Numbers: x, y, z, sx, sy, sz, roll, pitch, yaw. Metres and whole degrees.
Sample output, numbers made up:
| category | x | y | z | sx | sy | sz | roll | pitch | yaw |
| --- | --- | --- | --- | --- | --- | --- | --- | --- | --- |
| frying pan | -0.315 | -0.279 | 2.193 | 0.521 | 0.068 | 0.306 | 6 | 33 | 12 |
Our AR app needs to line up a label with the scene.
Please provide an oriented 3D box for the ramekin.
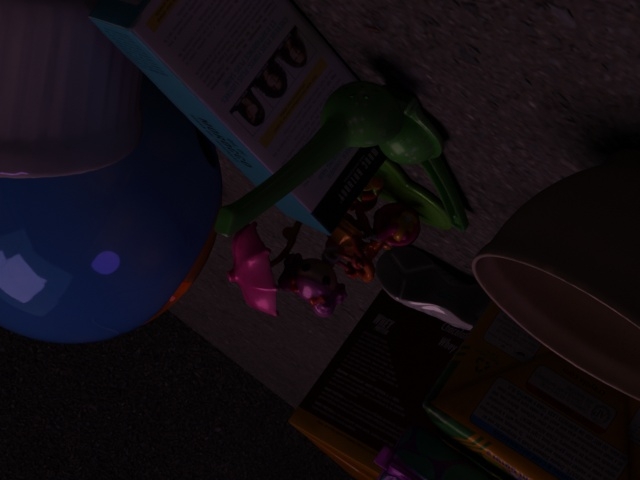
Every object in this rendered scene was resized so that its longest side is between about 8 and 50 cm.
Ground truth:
| category | x | y | z | sx | sy | sz | roll | pitch | yaw |
| --- | --- | --- | --- | --- | --- | --- | --- | --- | --- |
| ramekin | -0.256 | -0.164 | 1.054 | 0.277 | 0.135 | 0.277 | 13 | -156 | -6 |

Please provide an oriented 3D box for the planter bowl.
| category | x | y | z | sx | sy | sz | roll | pitch | yaw |
| --- | --- | --- | --- | --- | --- | --- | --- | --- | --- |
| planter bowl | 0.187 | 0.014 | 0.853 | 0.162 | 0.109 | 0.162 | 33 | 168 | 8 |

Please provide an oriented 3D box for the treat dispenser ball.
| category | x | y | z | sx | sy | sz | roll | pitch | yaw |
| --- | --- | --- | --- | --- | --- | --- | --- | --- | --- |
| treat dispenser ball | -0.237 | -0.044 | 1.371 | 0.288 | 0.288 | 0.288 | 34 | 168 | 8 |

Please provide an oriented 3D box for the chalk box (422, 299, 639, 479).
| category | x | y | z | sx | sy | sz | roll | pitch | yaw |
| --- | --- | --- | --- | --- | --- | --- | --- | --- | --- |
| chalk box | 0.216 | 0.142 | 1.104 | 0.180 | 0.179 | 0.289 | 31 | 167 | 24 |

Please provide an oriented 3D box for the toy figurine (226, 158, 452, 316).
| category | x | y | z | sx | sy | sz | roll | pitch | yaw |
| --- | --- | --- | --- | --- | --- | --- | --- | --- | --- |
| toy figurine | 0.000 | 0.000 | 1.200 | 0.173 | 0.159 | 0.130 | 34 | 168 | 2 |

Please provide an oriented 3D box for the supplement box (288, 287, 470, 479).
| category | x | y | z | sx | sy | sz | roll | pitch | yaw |
| --- | --- | --- | --- | --- | --- | --- | --- | --- | --- |
| supplement box | 0.112 | 0.169 | 1.464 | 0.191 | 0.194 | 0.129 | 22 | 162 | 49 |

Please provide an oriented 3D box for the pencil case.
| category | x | y | z | sx | sy | sz | roll | pitch | yaw |
| --- | --- | --- | --- | --- | --- | --- | --- | --- | --- |
| pencil case | 0.111 | 0.196 | 1.018 | 0.151 | 0.064 | 0.070 | 31 | -176 | 25 |

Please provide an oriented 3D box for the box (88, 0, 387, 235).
| category | x | y | z | sx | sy | sz | roll | pitch | yaw |
| --- | --- | --- | --- | --- | --- | --- | --- | --- | --- |
| box | -0.046 | -0.115 | 1.023 | 0.060 | 0.100 | 0.244 | 24 | 163 | 48 |

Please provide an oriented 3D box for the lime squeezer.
| category | x | y | z | sx | sy | sz | roll | pitch | yaw |
| --- | --- | --- | --- | --- | --- | --- | --- | --- | --- |
| lime squeezer | 0.046 | -0.057 | 1.018 | 0.058 | 0.110 | 0.310 | 7 | -175 | 34 |

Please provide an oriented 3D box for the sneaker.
| category | x | y | z | sx | sy | sz | roll | pitch | yaw |
| --- | --- | --- | --- | --- | --- | --- | --- | --- | --- |
| sneaker | 0.117 | 0.056 | 1.355 | 0.152 | 0.054 | 0.061 | 28 | 169 | 30 |
